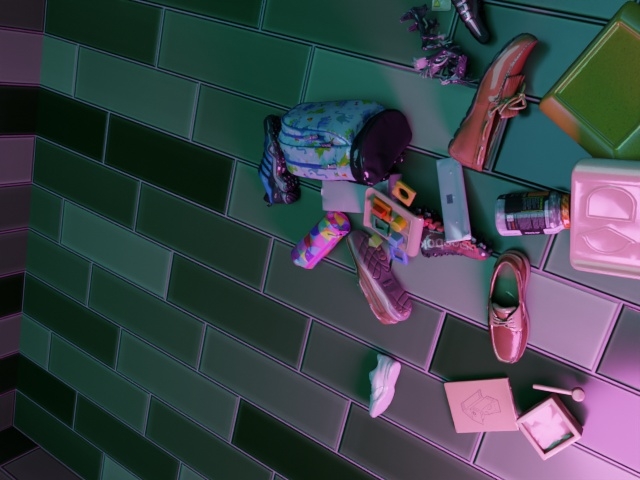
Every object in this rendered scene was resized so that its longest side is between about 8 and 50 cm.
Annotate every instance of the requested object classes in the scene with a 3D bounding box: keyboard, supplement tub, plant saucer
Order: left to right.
[{"bbox_3d":[0.382,-0.121,1.792,0.072,0.014,0.256,-12,70,24],"label":"keyboard"},{"bbox_3d":[0.578,-0.073,1.683,0.190,0.117,0.117,-2,98,32],"label":"supplement tub"},{"bbox_3d":[0.726,-0.367,1.500,0.333,0.080,0.333,-53,54,27],"label":"plant saucer"}]

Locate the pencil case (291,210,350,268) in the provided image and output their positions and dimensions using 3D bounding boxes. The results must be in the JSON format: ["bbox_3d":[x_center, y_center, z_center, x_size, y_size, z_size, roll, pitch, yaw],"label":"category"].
[{"bbox_3d":[0.000,0.000,2.043,0.104,0.104,0.236,53,129,11],"label":"pencil case"}]

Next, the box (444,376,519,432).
[{"bbox_3d":[0.492,0.504,1.903,0.201,0.021,0.165,-13,93,32],"label":"box"}]

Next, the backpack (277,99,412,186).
[{"bbox_3d":[0.044,-0.298,1.875,0.355,0.290,0.274,-5,125,45],"label":"backpack"}]

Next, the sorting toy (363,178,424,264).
[{"bbox_3d":[0.202,-0.048,1.821,0.196,0.047,0.348,34,150,24],"label":"sorting toy"}]

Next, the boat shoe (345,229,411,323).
[{"bbox_3d":[0.160,0.122,1.974,0.116,0.123,0.325,-40,71,44],"label":"boat shoe"}]

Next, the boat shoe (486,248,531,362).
[{"bbox_3d":[0.522,0.191,1.766,0.122,0.119,0.324,3,101,31],"label":"boat shoe"}]

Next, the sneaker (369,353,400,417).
[{"bbox_3d":[0.192,0.475,2.057,0.094,0.080,0.212,27,106,37],"label":"sneaker"}]

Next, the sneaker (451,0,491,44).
[{"bbox_3d":[0.426,-0.684,1.670,0.162,0.106,0.282,-30,93,18],"label":"sneaker"}]

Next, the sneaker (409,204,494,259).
[{"bbox_3d":[0.371,0.004,1.835,0.276,0.097,0.135,28,112,26],"label":"sneaker"}]

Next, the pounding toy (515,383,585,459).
[{"bbox_3d":[0.662,0.477,1.760,0.206,0.094,0.181,-42,72,21],"label":"pounding toy"}]

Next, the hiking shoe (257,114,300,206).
[{"bbox_3d":[-0.166,-0.266,2.096,0.131,0.113,0.305,-6,96,31],"label":"hiking shoe"}]

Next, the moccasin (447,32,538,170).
[{"bbox_3d":[0.480,-0.365,1.673,0.147,0.139,0.380,34,115,20],"label":"moccasin"}]

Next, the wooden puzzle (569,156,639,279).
[{"bbox_3d":[0.785,-0.054,1.521,0.321,0.081,0.348,9,136,27],"label":"wooden puzzle"}]

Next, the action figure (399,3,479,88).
[{"bbox_3d":[0.324,-0.511,1.733,0.140,0.164,0.276,-33,72,12],"label":"action figure"}]

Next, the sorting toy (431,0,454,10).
[{"bbox_3d":[0.355,-0.682,1.761,0.083,0.012,0.062,11,105,29],"label":"sorting toy"}]

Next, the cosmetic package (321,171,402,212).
[{"bbox_3d":[0.126,-0.152,1.952,0.237,0.107,0.127,9,104,32],"label":"cosmetic package"}]
